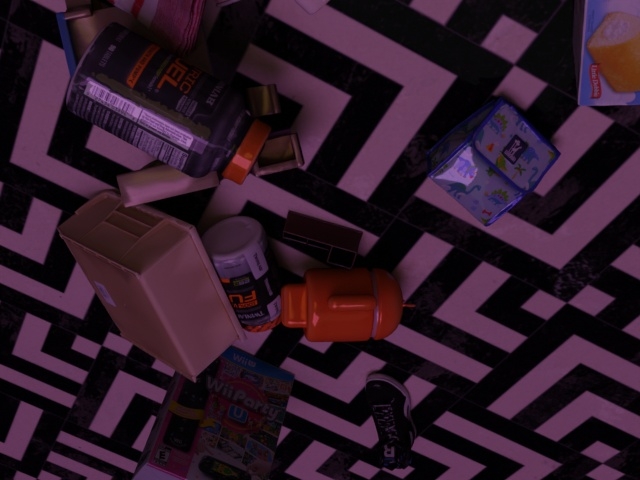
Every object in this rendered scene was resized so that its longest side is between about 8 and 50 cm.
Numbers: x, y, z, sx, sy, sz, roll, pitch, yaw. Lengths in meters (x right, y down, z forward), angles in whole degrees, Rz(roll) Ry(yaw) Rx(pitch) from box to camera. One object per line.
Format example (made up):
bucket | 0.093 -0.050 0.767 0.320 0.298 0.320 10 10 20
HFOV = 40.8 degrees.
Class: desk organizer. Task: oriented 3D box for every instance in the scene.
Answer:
desk organizer | 0.000 0.000 1.432 0.130 0.050 0.047 16 134 0

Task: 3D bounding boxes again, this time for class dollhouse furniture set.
dollhouse furniture set | -0.197 -0.228 1.263 0.286 0.198 0.304 -13 99 -2

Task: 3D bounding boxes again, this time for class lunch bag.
lunch bag | 0.247 -0.116 1.236 0.129 0.096 0.151 39 116 -18

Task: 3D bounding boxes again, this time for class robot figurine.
robot figurine | 0.044 0.107 1.455 0.219 0.128 0.158 0 137 -6

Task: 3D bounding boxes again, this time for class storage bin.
storage bin | -0.291 0.074 1.467 0.260 0.123 0.262 22 145 40

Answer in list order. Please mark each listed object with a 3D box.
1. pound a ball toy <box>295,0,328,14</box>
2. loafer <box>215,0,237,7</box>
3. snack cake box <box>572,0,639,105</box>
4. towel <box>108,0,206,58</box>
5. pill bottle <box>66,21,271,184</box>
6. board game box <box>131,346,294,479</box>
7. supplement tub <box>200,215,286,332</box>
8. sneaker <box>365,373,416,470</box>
pound a ball toy | -0.099 -0.393 0.978 0.319 0.208 0.135 39 126 -22
loafer | -0.088 -0.348 1.141 0.125 0.045 0.039 -16 110 19
snack cake box | 0.342 -0.306 0.986 0.089 0.152 0.264 1 133 13
towel | -0.272 -0.384 1.039 0.329 0.037 0.237 38 154 3
pill bottle | -0.188 -0.166 1.107 0.245 0.130 0.130 28 133 -7
board game box | -0.195 0.352 1.637 0.224 0.303 0.097 26 133 -11
supplement tub | -0.126 0.062 1.478 0.117 0.117 0.190 -4 131 18
sneaker | 0.139 0.370 1.692 0.079 0.121 0.217 -9 129 21
